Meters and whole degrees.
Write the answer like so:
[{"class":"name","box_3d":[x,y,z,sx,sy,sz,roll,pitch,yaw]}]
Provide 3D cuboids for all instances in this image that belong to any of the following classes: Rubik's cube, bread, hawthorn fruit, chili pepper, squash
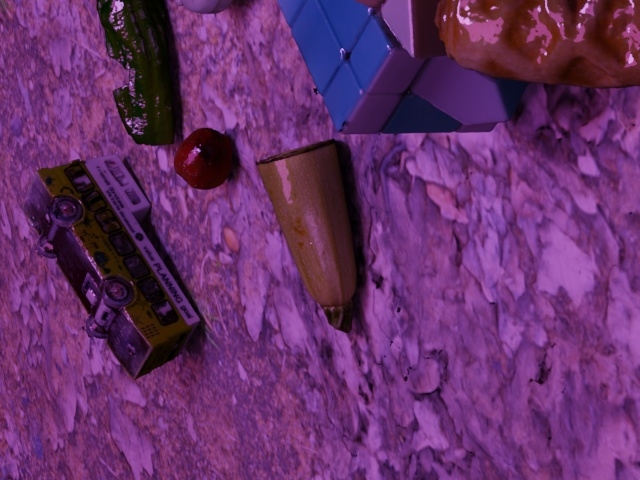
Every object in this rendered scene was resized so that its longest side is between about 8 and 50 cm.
[{"class":"Rubik's cube","box_3d":[0.096,-0.218,1.583,0.213,0.224,0.265,-56,49,43]},{"class":"bread","box_3d":[0.217,-0.191,1.387,0.268,0.152,0.130,1,140,29]},{"class":"hawthorn fruit","box_3d":[-0.142,-0.100,2.155,0.077,0.077,0.077,28,124,52]},{"class":"chili pepper","box_3d":[-0.234,-0.244,2.245,0.099,0.083,0.253,11,115,58]},{"class":"squash","box_3d":[0.000,0.000,1.963,0.094,0.094,0.224,2,111,58]}]

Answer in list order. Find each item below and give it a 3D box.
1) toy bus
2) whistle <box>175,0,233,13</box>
[{"class":"toy bus","box_3d":[-0.274,0.030,2.362,0.301,0.139,0.113,56,144,18]},{"class":"whistle","box_3d":[-0.148,-0.325,2.091,0.258,0.067,0.126,-3,85,63]}]
